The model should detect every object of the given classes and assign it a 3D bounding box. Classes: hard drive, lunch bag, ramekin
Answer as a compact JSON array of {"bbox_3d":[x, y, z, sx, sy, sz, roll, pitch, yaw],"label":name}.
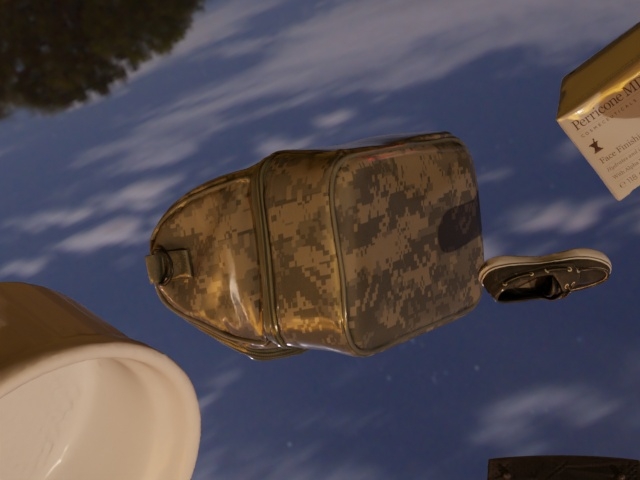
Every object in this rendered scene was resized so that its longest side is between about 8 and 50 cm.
[{"bbox_3d":[0.404,0.437,2.017,0.255,0.054,0.172,-2,-138,13],"label":"hard drive"},{"bbox_3d":[0.000,0.000,1.281,0.256,0.212,0.305,1,-169,35],"label":"lunch bag"},{"bbox_3d":[-0.238,0.165,0.919,0.277,0.277,0.135,-35,-130,-26],"label":"ramekin"}]

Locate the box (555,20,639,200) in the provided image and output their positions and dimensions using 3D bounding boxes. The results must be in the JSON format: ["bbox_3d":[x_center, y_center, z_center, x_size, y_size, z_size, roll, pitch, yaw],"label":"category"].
[{"bbox_3d":[0.367,-0.164,1.334,0.181,0.119,0.182,-36,-170,25],"label":"box"}]

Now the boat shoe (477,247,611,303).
[{"bbox_3d":[0.220,0.039,1.172,0.142,0.049,0.040,-3,-134,-18],"label":"boat shoe"}]
